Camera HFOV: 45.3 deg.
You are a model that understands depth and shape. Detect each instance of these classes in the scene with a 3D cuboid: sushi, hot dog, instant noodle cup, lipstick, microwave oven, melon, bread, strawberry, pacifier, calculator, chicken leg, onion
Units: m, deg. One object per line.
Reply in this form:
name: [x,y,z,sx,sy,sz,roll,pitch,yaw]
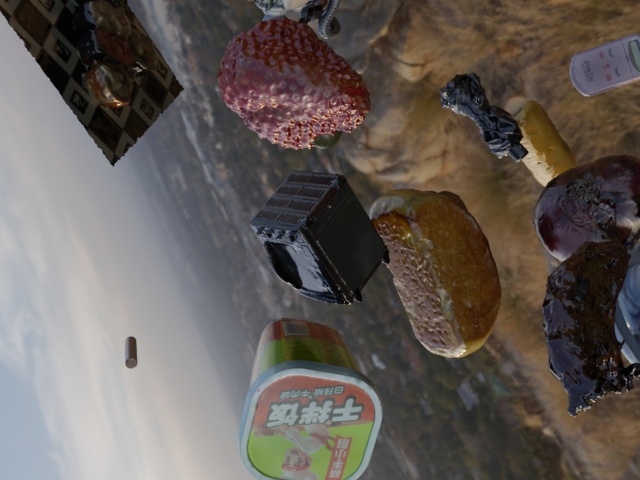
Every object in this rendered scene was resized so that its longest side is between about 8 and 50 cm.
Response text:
sushi: [-0.355,-0.344,1.321,0.320,0.069,0.339,58,-152,-23]
hot dog: [0.283,0.051,1.749,0.185,0.223,0.405,-8,108,57]
instant noodle cup: [-0.033,0.315,1.596,0.308,0.294,0.294,-108,-2,-71]
lipstick: [-0.282,0.166,1.143,0.094,0.019,0.019,-136,25,-71]
microwave oven: [-0.001,-0.001,1.623,0.178,0.188,0.247,6,139,44]
melon: [-0.002,-0.261,1.548,0.099,0.099,0.162,-139,34,-61]
bread: [0.650,-0.276,2.260,0.305,0.142,0.091,41,-163,-33]
strawberry: [-0.061,-0.197,0.973,0.236,0.107,0.175,-15,91,53]
pacifier: [0.444,0.122,1.114,0.226,0.287,0.238,-28,73,44]
calculator: [0.616,-0.370,1.618,0.032,0.175,0.100,2,-109,-70]
chicken leg: [0.291,0.083,0.827,0.063,0.105,0.234,120,163,-54]
onion: [0.594,-0.069,1.639,0.281,0.281,0.221,83,167,-52]

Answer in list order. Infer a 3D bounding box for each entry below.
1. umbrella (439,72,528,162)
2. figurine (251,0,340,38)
umbrella: [0.414,-0.305,1.915,0.272,0.110,0.122,51,135,14]
figurine: [-0.066,-0.494,1.360,0.382,0.186,0.261,-48,-58,-80]
